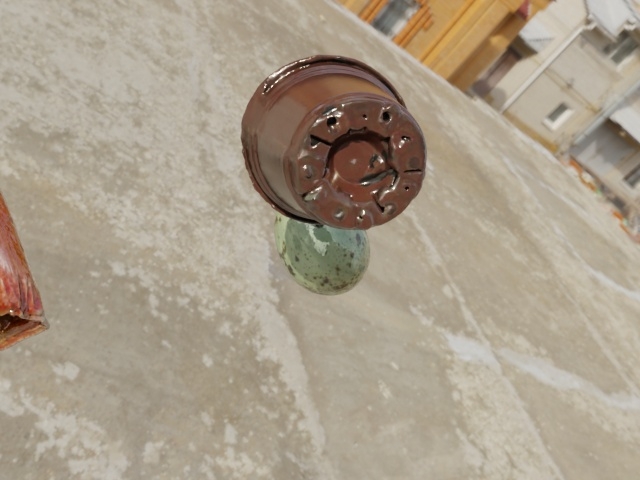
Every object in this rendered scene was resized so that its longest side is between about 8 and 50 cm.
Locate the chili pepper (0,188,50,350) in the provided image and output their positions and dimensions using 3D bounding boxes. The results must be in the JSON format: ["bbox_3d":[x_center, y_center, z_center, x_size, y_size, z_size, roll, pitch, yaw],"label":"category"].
[{"bbox_3d":[-0.574,0.034,0.963,0.305,0.251,0.229,62,10,16],"label":"chili pepper"}]

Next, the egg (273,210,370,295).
[{"bbox_3d":[0.000,0.000,0.605,0.110,0.085,0.085,60,26,0],"label":"egg"}]

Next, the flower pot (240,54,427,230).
[{"bbox_3d":[0.012,-0.048,0.367,0.111,0.111,0.089,33,10,-20],"label":"flower pot"}]
